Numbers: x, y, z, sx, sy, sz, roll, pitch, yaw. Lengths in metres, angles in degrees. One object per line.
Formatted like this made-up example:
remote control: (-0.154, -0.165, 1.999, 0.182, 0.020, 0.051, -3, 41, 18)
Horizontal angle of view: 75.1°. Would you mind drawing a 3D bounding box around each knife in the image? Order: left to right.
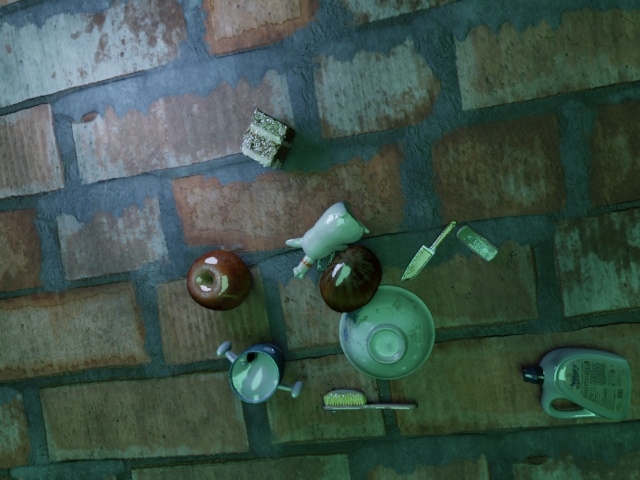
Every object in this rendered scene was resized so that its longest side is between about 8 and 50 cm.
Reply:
knife: (0.337, 0.034, 1.315, 0.046, 0.022, 0.256, 37, 102, -2)

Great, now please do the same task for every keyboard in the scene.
keyboard: (0.026, 0.027, 1.366, 0.053, 0.010, 0.155, 12, 95, 8)

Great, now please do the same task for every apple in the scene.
apple: (-0.322, 0.131, 1.353, 0.201, 0.162, 0.202, -1, 86, 17)

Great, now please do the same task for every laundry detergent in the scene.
laundry detergent: (0.746, 0.426, 1.236, 0.280, 0.105, 0.215, -1, 95, 7)

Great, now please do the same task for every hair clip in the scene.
hair clip: (0.485, 0.007, 1.292, 0.137, 0.022, 0.054, 38, 99, 4)

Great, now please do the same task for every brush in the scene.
brush: (0.158, 0.518, 1.351, 0.312, 0.072, 0.067, -3, 79, 8)

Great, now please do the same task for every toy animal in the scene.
toy animal: (0.012, -0.006, 1.305, 0.282, 0.138, 0.141, -42, 77, 31)

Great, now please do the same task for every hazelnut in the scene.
hazelnut: (0.087, 0.113, 1.265, 0.181, 0.181, 0.212, 46, 74, -23)

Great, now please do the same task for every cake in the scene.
cake: (-0.167, -0.314, 1.315, 0.134, 0.135, 0.147, 32, 102, 5)

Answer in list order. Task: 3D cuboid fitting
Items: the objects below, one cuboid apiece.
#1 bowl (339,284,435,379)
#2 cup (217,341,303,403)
bowl: (0.203, 0.304, 1.289, 0.312, 0.146, 0.314, 1, 94, 9)
cup: (-0.188, 0.406, 1.337, 0.299, 0.173, 0.168, 28, 97, 6)
